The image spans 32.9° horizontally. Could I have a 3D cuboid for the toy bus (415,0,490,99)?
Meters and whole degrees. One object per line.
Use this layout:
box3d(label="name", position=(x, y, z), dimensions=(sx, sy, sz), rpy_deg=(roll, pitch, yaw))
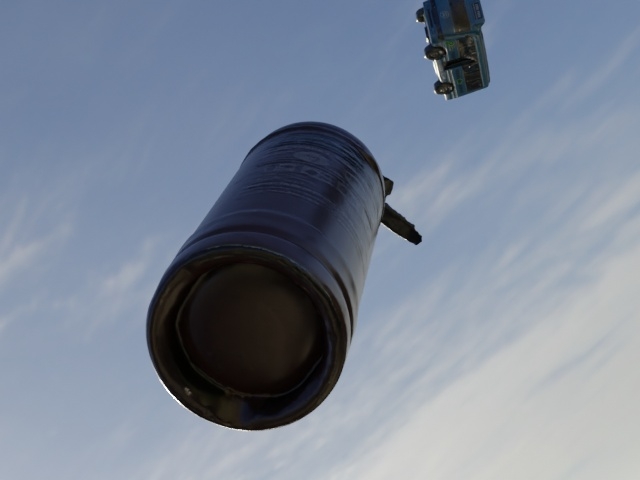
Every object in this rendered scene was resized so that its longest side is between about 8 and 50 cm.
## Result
box3d(label="toy bus", position=(0.097, -0.138, 0.774), dimensions=(0.046, 0.038, 0.083), rpy_deg=(-13, -26, 9))

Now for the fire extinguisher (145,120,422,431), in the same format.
box3d(label="fire extinguisher", position=(0.000, 0.000, 0.676), dimensions=(0.102, 0.138, 0.344), rpy_deg=(-54, 5, 21))
